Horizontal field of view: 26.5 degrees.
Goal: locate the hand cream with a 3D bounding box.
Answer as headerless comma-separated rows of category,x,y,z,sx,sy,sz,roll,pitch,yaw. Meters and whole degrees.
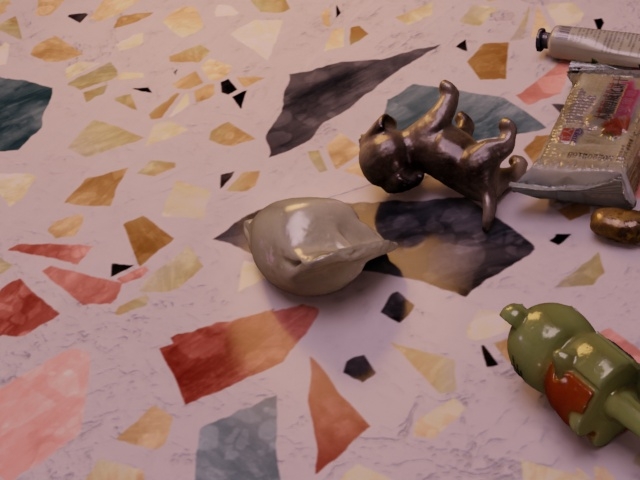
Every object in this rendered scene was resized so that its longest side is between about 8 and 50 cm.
hand cream,0.448,-0.296,2.082,0.234,0.050,0.080,10,46,22

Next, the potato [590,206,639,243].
potato,0.392,-0.020,1.775,0.083,0.040,0.051,11,34,28

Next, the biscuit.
biscuit,0.393,-0.150,1.900,0.186,0.079,0.309,10,48,26

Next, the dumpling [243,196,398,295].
dumpling,0.000,0.000,1.845,0.179,0.131,0.252,-13,13,-26

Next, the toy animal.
toy animal,0.175,-0.122,1.917,0.233,0.121,0.169,24,70,27

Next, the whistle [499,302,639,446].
whistle,0.307,0.161,1.537,0.106,0.131,0.288,-50,46,6
